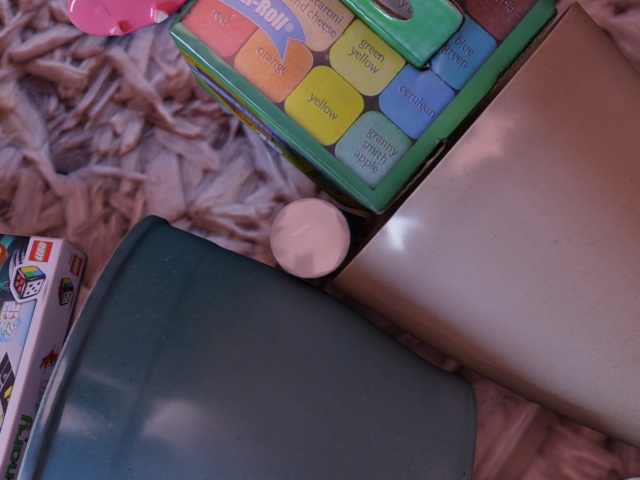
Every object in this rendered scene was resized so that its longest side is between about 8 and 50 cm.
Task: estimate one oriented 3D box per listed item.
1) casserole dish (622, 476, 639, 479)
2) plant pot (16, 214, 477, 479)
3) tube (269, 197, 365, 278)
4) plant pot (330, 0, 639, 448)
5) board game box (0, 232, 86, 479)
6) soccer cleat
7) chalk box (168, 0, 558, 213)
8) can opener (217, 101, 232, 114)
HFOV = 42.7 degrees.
[{"bbox_3d":[0.255,0.260,0.590,0.114,0.037,0.188,-44,71,-3],"label":"casserole dish"},{"bbox_3d":[-0.037,0.147,0.576,0.255,0.271,0.271,16,78,0],"label":"plant pot"},{"bbox_3d":[0.000,0.000,0.628,0.080,0.207,0.052,-25,88,3],"label":"tube"},{"bbox_3d":[0.193,0.021,0.581,0.274,0.256,0.256,40,85,1],"label":"plant pot"},{"bbox_3d":[-0.340,0.138,0.723,0.193,0.053,0.305,5,71,13],"label":"board game box"},{"bbox_3d":[-0.146,-0.293,0.813,0.248,0.083,0.095,-35,42,5],"label":"soccer cleat"},{"bbox_3d":[0.023,-0.139,0.571,0.180,0.289,0.179,41,91,-4],"label":"chalk box"},{"bbox_3d":[-0.036,-0.250,0.732,0.074,0.093,0.280,7,92,52],"label":"can opener"}]
